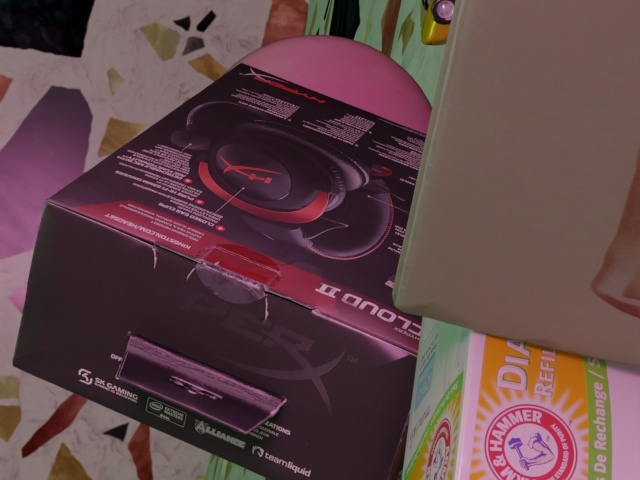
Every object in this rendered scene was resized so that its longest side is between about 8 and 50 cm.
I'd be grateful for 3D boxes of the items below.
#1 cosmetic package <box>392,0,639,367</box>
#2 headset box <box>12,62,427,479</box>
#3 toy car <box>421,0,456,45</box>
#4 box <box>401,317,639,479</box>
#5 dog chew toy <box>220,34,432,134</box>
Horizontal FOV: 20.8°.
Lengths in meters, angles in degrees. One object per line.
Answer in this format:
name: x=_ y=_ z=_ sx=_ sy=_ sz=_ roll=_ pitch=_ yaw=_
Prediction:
cosmetic package: x=0.114 y=-0.083 z=0.618 sx=0.296 sy=0.129 sz=0.153 roll=97 pitch=-172 yaw=-65
headset box: x=-0.018 y=0.021 z=0.976 sx=0.293 sy=0.218 sz=0.110 roll=-47 pitch=-24 yaw=-61
toy car: x=0.135 y=-0.290 z=1.343 sx=0.239 sy=0.053 sz=0.225 roll=111 pitch=169 yaw=-45
box: x=0.104 y=0.054 z=0.783 sx=0.114 sy=0.103 sz=0.203 roll=116 pitch=165 yaw=-63
dog chew toy: x=0.000 y=0.000 z=1.362 sx=0.207 sy=0.206 sz=0.332 roll=112 pitch=160 yaw=-51
